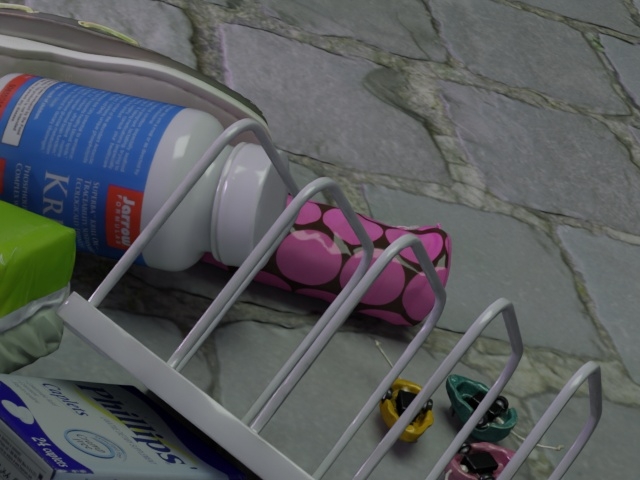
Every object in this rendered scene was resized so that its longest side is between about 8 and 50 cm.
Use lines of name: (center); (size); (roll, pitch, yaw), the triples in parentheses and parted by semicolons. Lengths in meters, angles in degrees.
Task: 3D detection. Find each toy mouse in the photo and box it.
toy mouse: (0.112, 0.149, 1.061); (0.143, 0.031, 0.161); (14, 32, -16)

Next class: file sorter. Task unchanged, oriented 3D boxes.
file sorter: (0.019, 0.084, 0.881); (0.278, 0.173, 0.193); (36, -8, 20)

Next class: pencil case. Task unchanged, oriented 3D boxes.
pencil case: (0.000, 0.000, 1.167); (0.209, 0.095, 0.098); (19, 61, -9)

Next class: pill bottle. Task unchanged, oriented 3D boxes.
pill bottle: (-0.141, -0.046, 1.059); (0.222, 0.124, 0.124); (12, 28, 12)

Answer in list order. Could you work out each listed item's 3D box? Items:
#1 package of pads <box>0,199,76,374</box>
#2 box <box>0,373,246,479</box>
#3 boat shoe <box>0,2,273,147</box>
package of pads: (-0.324, 0.037, 0.830); (0.229, 0.101, 0.296); (20, 25, 25)
box: (-0.138, 0.135, 0.817); (0.137, 0.072, 0.126); (12, 13, -46)
boat shoe: (-0.186, -0.134, 1.232); (0.305, 0.109, 0.091); (15, 36, -7)
